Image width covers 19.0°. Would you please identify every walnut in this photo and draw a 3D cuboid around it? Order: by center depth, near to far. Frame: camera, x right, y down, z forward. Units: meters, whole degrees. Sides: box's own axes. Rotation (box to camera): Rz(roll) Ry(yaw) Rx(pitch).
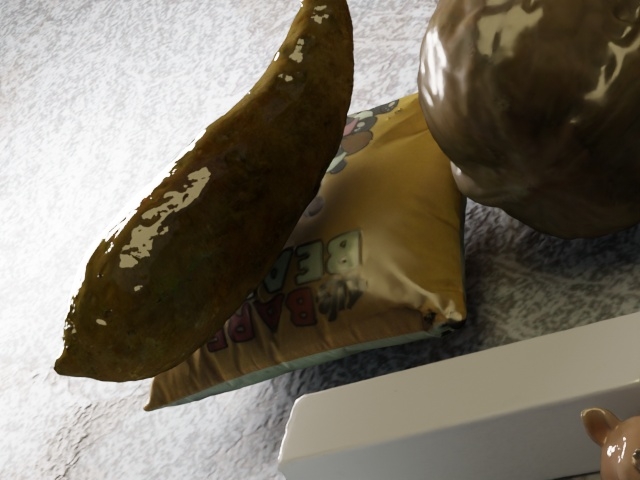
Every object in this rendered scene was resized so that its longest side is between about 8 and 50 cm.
[{"bbox_3d":[0.194,-0.121,1.532,0.248,0.248,0.248,-24,32,16],"label":"walnut"}]

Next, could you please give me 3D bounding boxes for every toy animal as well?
[{"bbox_3d":[0.248,0.150,1.263,0.150,0.083,0.089,3,33,30],"label":"toy animal"}]

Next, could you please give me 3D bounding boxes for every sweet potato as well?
[{"bbox_3d":[-0.071,-0.048,1.570,0.130,0.130,0.422,11,62,50],"label":"sweet potato"}]

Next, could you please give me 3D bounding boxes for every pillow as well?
[{"bbox_3d":[0.000,0.000,1.664,0.310,0.119,0.312,-16,40,24],"label":"pillow"}]

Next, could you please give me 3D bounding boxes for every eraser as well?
[{"bbox_3d":[0.117,0.135,1.407,0.298,0.078,0.076,-16,35,28],"label":"eraser"}]

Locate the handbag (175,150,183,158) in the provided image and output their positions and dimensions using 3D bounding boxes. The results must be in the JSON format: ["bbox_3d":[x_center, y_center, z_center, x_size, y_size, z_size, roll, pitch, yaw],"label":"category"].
[{"bbox_3d":[-0.106,-0.085,1.961,0.111,0.047,0.072,-45,27,-18],"label":"handbag"}]
